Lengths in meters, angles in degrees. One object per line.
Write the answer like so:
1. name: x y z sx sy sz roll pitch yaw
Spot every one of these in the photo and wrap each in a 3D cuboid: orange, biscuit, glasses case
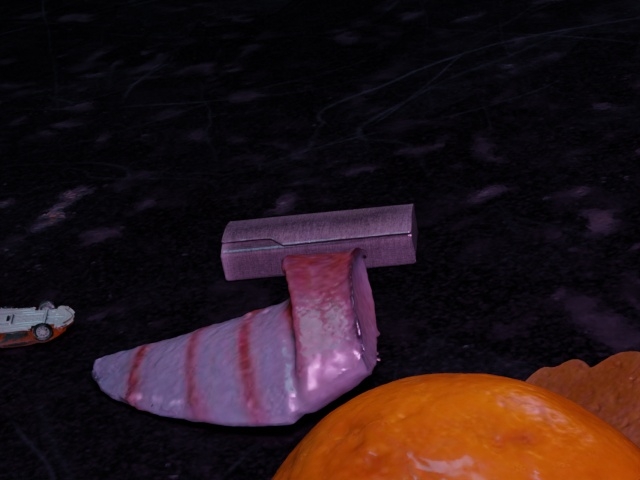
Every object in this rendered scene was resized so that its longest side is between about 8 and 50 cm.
1. orange: 0.079 0.201 0.722 0.261 0.261 0.261 -8 25 4
2. biscuit: 0.210 0.145 0.977 0.144 0.040 0.236 -44 18 -12
3. glasses case: 0.000 0.000 1.422 0.204 0.047 0.071 -5 26 10

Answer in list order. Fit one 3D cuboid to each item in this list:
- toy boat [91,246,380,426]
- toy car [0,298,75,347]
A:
1. toy boat: -0.087 0.105 1.210 0.282 0.096 0.206 -14 38 13
2. toy car: -0.312 0.088 1.366 0.121 0.035 0.059 -3 25 -4
